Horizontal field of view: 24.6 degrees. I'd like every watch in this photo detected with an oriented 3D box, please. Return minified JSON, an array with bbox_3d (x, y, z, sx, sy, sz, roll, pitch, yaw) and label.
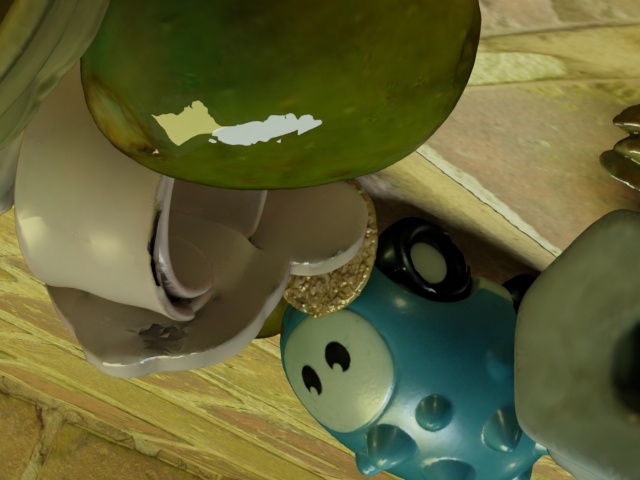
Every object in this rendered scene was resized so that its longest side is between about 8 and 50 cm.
[{"bbox_3d":[-0.088,-0.048,0.992,0.210,0.248,0.218,16,138,18],"label":"watch"}]

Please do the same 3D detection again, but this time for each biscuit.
[{"bbox_3d":[0.000,0.000,1.137,0.120,0.120,0.015,4,179,45],"label":"biscuit"}]

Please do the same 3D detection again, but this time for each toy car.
[{"bbox_3d":[0.088,0.117,1.198,0.255,0.190,0.188,29,136,-20],"label":"toy car"}]

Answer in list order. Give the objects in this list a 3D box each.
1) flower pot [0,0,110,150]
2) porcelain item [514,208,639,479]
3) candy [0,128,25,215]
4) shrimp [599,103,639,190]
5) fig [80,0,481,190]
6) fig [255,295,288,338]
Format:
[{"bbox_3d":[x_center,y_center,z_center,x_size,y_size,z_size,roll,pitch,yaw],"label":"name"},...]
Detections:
[{"bbox_3d":[-0.229,-0.158,0.610,0.307,0.308,0.244,23,-178,-10],"label":"flower pot"},{"bbox_3d":[0.270,0.107,0.953,0.242,0.179,0.405,25,180,28],"label":"porcelain item"},{"bbox_3d":[-0.391,-0.131,1.119,0.358,0.145,0.208,25,165,-15],"label":"candy"},{"bbox_3d":[0.288,-0.009,0.833,0.317,0.077,0.168,21,167,-16],"label":"shrimp"},{"bbox_3d":[-0.026,-0.103,0.730,0.181,0.191,0.181,45,155,27],"label":"fig"},{"bbox_3d":[-0.067,0.020,1.274,0.133,0.127,0.185,32,169,6],"label":"fig"}]
